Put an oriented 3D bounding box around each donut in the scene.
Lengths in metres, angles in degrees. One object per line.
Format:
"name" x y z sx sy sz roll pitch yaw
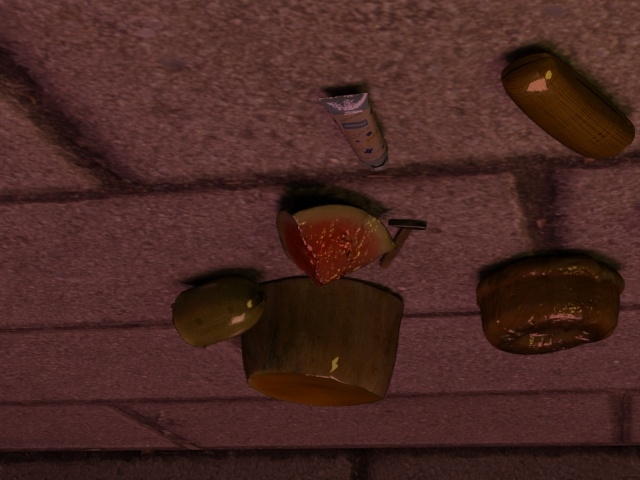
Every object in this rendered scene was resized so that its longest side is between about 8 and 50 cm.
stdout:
"donut" 0.392 0.114 1.945 0.209 0.128 0.261 18 152 -33

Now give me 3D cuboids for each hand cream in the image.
"hand cream" 0.053 -0.144 1.443 0.065 0.043 0.170 -6 152 17

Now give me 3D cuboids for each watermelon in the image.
"watermelon" 0.002 -0.018 1.709 0.193 0.137 0.145 -9 121 25

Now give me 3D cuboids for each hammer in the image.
"hammer" 0.123 0.008 1.855 0.062 0.013 0.199 6 158 -8

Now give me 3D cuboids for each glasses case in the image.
"glasses case" 0.302 -0.159 1.351 0.079 0.064 0.234 -23 147 34

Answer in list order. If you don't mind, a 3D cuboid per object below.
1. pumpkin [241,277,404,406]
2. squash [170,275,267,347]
"pumpkin" -0.001 0.209 2.139 0.332 0.199 0.332 2 155 1
"squash" -0.171 0.126 2.042 0.123 0.123 0.187 21 152 -40
